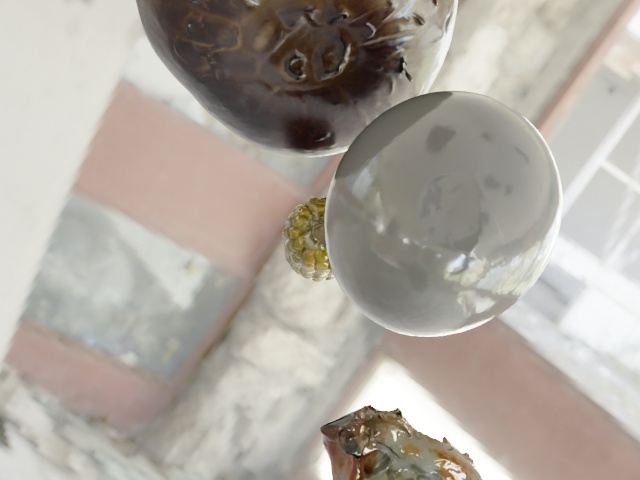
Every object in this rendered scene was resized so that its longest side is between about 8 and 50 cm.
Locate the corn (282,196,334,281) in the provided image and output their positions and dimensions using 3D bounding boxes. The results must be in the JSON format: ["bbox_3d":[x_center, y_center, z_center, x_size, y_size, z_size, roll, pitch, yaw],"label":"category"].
[{"bbox_3d":[0.000,0.000,1.467,0.068,0.068,0.207,36,-3,1],"label":"corn"}]

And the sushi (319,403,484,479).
[{"bbox_3d":[0.070,0.189,0.981,0.103,0.097,0.226,-91,162,-51],"label":"sushi"}]

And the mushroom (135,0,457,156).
[{"bbox_3d":[-0.024,-0.192,1.412,0.297,0.278,0.163,37,38,-31],"label":"mushroom"}]

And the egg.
[{"bbox_3d":[0.090,-0.019,1.272,0.176,0.176,0.232,36,31,6],"label":"egg"}]
